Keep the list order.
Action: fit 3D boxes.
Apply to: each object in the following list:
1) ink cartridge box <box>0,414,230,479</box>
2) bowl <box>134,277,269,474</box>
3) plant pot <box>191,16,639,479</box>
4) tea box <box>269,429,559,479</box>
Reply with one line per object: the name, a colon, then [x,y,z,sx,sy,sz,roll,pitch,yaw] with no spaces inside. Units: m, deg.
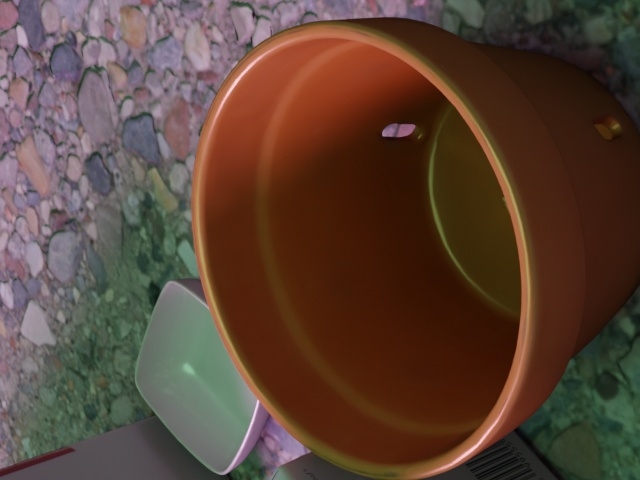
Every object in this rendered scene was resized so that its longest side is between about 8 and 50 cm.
ink cartridge box: [-0.262,0.358,1.467,0.160,0.279,0.385,51,133,22]
bowl: [-0.089,0.112,1.378,0.142,0.053,0.142,43,130,29]
plant pot: [0.083,-0.010,1.054,0.291,0.203,0.291,15,113,42]
tea box: [0.083,0.346,1.156,0.329,0.220,0.323,49,131,24]
